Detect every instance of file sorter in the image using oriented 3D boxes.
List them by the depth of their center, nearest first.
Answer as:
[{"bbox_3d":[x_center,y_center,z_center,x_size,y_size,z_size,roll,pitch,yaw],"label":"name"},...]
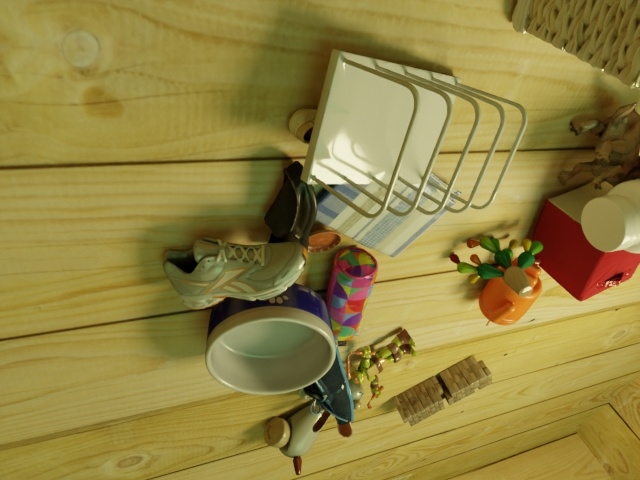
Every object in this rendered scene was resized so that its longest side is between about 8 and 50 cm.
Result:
[{"bbox_3d":[0.148,-0.146,0.725,0.277,0.173,0.193,-6,123,-39],"label":"file sorter"}]

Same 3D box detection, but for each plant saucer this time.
[{"bbox_3d":[0.000,0.000,0.958,0.083,0.013,0.083,-10,154,-5],"label":"plant saucer"}]

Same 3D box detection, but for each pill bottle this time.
[{"bbox_3d":[0.689,-0.058,0.993,0.272,0.152,0.152,-13,137,-12],"label":"pill bottle"}]

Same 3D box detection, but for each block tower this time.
[{"bbox_3d":[0.420,0.519,1.667,0.335,0.091,0.097,-27,138,-1],"label":"block tower"}]

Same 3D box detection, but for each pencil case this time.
[{"bbox_3d":[0.057,0.127,1.071,0.104,0.104,0.236,-7,133,-23],"label":"pencil case"}]

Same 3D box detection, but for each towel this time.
[{"bbox_3d":[0.131,-0.075,0.956,0.285,0.034,0.209,24,120,-40],"label":"towel"}]

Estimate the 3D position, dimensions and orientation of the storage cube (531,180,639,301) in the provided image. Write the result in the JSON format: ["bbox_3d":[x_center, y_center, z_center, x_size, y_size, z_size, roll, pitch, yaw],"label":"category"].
[{"bbox_3d":[0.663,-0.004,1.182,0.183,0.215,0.193,-19,135,-16],"label":"storage cube"}]

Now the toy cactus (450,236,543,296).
[{"bbox_3d":[0.439,0.066,1.154,0.218,0.180,0.112,-6,130,-9],"label":"toy cactus"}]

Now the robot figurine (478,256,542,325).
[{"bbox_3d":[0.509,0.145,1.307,0.128,0.158,0.219,2,136,-10],"label":"robot figurine"}]

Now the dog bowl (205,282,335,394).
[{"bbox_3d":[-0.104,0.208,1.013,0.264,0.104,0.265,-4,132,-4],"label":"dog bowl"}]

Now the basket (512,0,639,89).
[{"bbox_3d":[0.500,-0.419,0.637,0.328,0.266,0.331,-14,135,-14],"label":"basket"}]

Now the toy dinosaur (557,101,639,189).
[{"bbox_3d":[0.651,-0.204,1.044,0.200,0.127,0.296,-23,134,-5],"label":"toy dinosaur"}]

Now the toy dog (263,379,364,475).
[{"bbox_3d":[-0.010,0.554,1.414,0.220,0.161,0.334,16,123,-39],"label":"toy dog"}]

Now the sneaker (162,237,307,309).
[{"bbox_3d":[-0.155,0.041,0.834,0.262,0.099,0.121,-15,132,13],"label":"sneaker"}]

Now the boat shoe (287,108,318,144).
[{"bbox_3d":[0.035,-0.181,0.776,0.170,0.059,0.063,-12,136,-18],"label":"boat shoe"}]

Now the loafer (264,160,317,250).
[{"bbox_3d":[-0.058,-0.039,0.852,0.078,0.080,0.220,-12,136,-19],"label":"loafer"}]

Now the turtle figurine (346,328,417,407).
[{"bbox_3d":[0.166,0.350,1.359,0.217,0.087,0.270,-30,127,-12],"label":"turtle figurine"}]

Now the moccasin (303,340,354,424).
[{"bbox_3d":[0.003,0.352,1.249,0.116,0.138,0.342,-20,119,-7],"label":"moccasin"}]
